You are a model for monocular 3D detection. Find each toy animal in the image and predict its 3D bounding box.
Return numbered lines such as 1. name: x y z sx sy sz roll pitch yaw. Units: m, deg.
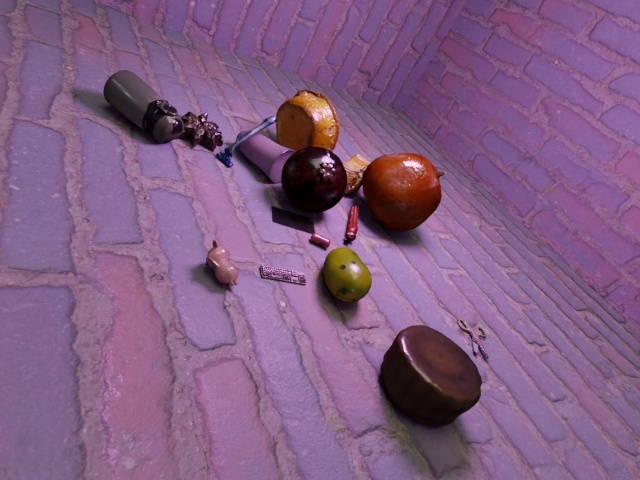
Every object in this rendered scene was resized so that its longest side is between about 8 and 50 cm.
1. toy animal: -0.298 0.076 1.289 0.089 0.083 0.150 -20 72 -28

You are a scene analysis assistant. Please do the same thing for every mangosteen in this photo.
1. mangosteen: -0.033 -0.263 1.827 0.312 0.311 0.311 22 32 -15

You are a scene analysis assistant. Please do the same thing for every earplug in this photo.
1. earplug: -0.275 -0.416 1.950 0.301 0.172 0.172 38 31 21

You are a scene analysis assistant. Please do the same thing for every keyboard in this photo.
1. keyboard: -0.125 0.115 1.438 0.166 0.017 0.055 13 35 -27

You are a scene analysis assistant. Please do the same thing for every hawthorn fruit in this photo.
1. hawthorn fruit: 0.416 -0.250 2.046 0.404 0.402 0.402 22 32 -15

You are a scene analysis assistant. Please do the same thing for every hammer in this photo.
1. hammer: 0.000 0.000 1.690 0.084 0.043 0.043 24 31 -7

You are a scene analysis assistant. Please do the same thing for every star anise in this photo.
1. star anise: -0.547 -0.508 1.896 0.223 0.108 0.235 -4 47 -37

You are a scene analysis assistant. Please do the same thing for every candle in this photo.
1. candle: 0.148 -0.078 1.918 0.051 0.048 0.329 20 31 -3

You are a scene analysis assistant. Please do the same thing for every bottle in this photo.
1. bottle: -0.715 -0.539 1.737 0.347 0.168 0.168 39 32 9

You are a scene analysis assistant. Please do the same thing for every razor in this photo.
1. razor: -0.317 -0.460 1.870 0.324 0.056 0.093 -43 72 -12

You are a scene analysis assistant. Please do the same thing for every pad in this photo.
1. pad: -0.112 -0.085 1.748 0.193 0.004 0.116 17 34 -22

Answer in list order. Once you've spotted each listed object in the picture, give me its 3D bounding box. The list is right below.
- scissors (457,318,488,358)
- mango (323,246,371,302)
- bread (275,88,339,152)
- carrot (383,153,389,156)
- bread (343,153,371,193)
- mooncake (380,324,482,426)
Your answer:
1. scissors: 0.615 0.390 1.671 0.134 0.019 0.187 22 30 -9
2. mango: 0.095 0.111 1.522 0.175 0.142 0.293 25 22 -12
3. bread: -0.077 -0.572 2.147 0.337 0.357 0.204 28 37 25
4. carrot: 0.435 -0.406 2.486 0.194 0.214 0.331 20 29 -20
5. bread: 0.176 -0.343 2.200 0.133 0.178 0.250 40 32 8
6. mooncake: 0.328 0.404 1.271 0.291 0.161 0.290 22 30 -14
